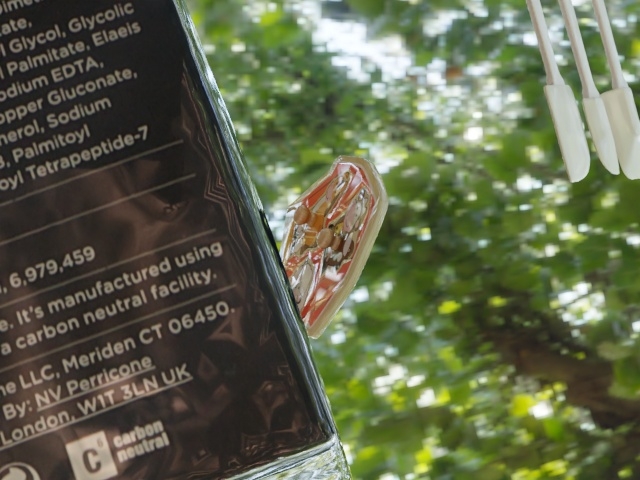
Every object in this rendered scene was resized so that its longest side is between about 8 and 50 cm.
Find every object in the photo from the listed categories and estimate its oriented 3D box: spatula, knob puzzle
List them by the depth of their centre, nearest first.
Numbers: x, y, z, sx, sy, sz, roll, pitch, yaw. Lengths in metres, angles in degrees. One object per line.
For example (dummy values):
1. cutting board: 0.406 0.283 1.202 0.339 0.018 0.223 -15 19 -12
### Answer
1. spatula: 0.225 -0.169 1.428 0.019 0.168 0.242 -20 -98 39
2. knob puzzle: 0.000 0.000 1.496 0.213 0.030 0.213 -49 -152 38

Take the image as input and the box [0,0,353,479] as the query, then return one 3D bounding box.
1. box: -0.188 -0.011 0.985 0.297 0.480 0.472 -22 -105 -3
